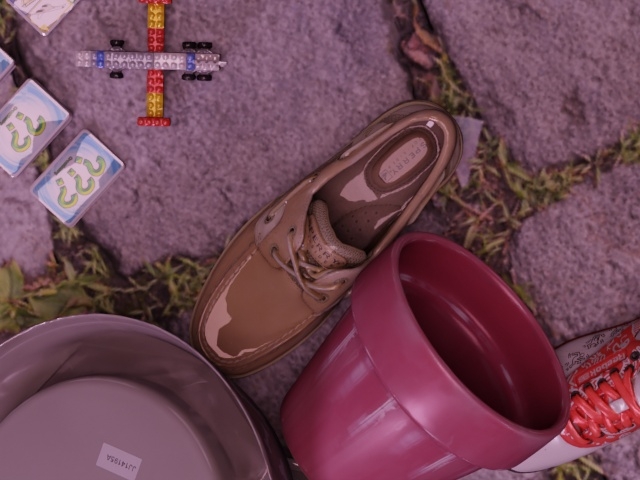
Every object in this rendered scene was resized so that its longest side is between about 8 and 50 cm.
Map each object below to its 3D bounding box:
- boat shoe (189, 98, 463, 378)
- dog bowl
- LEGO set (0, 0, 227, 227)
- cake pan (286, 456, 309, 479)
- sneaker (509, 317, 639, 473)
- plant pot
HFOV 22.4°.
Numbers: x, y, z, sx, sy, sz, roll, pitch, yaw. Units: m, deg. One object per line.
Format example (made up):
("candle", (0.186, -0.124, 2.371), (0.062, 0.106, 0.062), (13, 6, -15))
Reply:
("boat shoe", (0.000, 0.000, 1.352), (0.302, 0.098, 0.109), (-44, 91, 7))
("dog bowl", (-0.174, 0.239, 1.334), (0.348, 0.102, 0.349), (-4, 80, 21))
("LEGO set", (-0.201, -0.154, 1.375), (0.182, 0.060, 0.244), (44, 96, -5))
("cake pan", (-0.045, 0.327, 1.410), (0.293, 0.054, 0.293), (0, 96, 4))
("sneaker", (0.256, 0.117, 1.323), (0.270, 0.145, 0.090), (-29, 93, 6))
("plant pot", (0.072, 0.123, 1.318), (0.201, 0.201, 0.180), (48, 117, -1))
